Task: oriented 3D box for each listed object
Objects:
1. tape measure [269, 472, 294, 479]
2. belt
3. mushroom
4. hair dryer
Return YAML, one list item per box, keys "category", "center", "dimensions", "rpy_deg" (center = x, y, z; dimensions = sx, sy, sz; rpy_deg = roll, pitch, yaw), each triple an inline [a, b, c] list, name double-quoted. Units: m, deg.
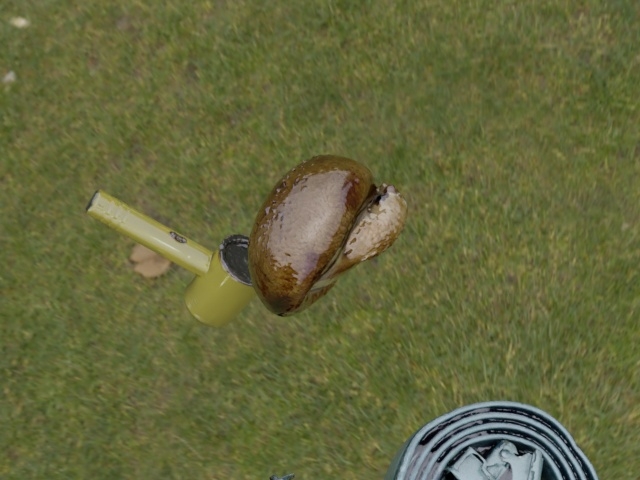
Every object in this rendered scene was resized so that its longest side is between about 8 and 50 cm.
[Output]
- category: "tape measure"
  center: [-0.071, 0.375, 1.462]
  dimensions: [0.107, 0.180, 0.104]
  rpy_deg: [-20, 81, -8]
- category: "belt"
  center: [0.155, 0.280, 1.000]
  dimensions: [0.206, 0.116, 0.267]
  rpy_deg: [6, 70, -3]
- category: "mushroom"
  center: [0.000, 0.000, 0.735]
  dimensions: [0.087, 0.127, 0.127]
  rpy_deg: [31, 82, 12]
- category: "hair dryer"
  center: [-0.217, 0.017, 1.599]
  dimensions: [0.278, 0.135, 0.090]
  rpy_deg: [31, 44, -15]
